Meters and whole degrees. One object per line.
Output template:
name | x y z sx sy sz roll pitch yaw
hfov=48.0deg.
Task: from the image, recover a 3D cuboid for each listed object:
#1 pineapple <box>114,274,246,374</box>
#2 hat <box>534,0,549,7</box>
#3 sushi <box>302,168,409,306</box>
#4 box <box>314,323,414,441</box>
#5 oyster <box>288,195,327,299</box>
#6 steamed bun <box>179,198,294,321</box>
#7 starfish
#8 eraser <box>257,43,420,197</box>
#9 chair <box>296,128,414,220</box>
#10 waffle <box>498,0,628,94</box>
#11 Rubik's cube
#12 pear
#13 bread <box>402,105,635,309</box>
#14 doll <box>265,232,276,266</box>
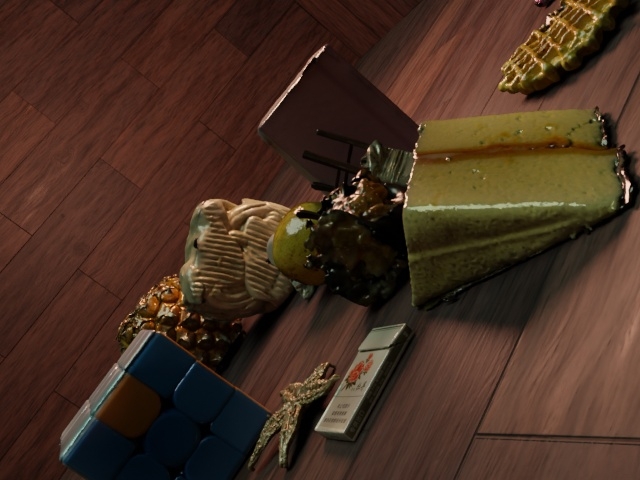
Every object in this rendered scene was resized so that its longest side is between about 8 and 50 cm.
pineapple | -0.414 0.277 2.085 0.352 0.300 0.352 -51 6 8
hat | 0.555 -0.638 1.655 0.129 0.140 0.227 -49 -5 -41
sushi | 0.081 -0.014 1.360 0.213 0.200 0.204 -47 10 24
box | 0.068 0.220 1.129 0.198 0.029 0.109 -57 14 -23
oyster | -0.003 -0.001 1.791 0.252 0.087 0.199 -42 -41 -44
steamed bun | -0.239 0.060 1.962 0.394 0.346 0.237 -37 -1 -28
starfish | -0.056 0.307 1.279 0.231 0.048 0.295 -57 12 -22
eraser | 0.058 -0.249 1.732 0.272 0.359 0.122 -54 13 -6
chair | 0.125 -0.116 1.521 0.160 0.319 0.186 -65 -14 -54
waffle | 0.472 -0.397 1.378 0.283 0.065 0.309 -59 18 -23
Rubik's cube | -0.320 0.374 1.453 0.290 0.292 0.291 -56 12 -15
pear | -0.015 0.015 1.642 0.197 0.197 0.197 -48 13 15
bread | 0.297 -0.058 1.127 0.405 0.242 0.345 0 39 30
doll | -0.054 0.006 1.865 0.181 0.110 0.107 -31 8 -29
